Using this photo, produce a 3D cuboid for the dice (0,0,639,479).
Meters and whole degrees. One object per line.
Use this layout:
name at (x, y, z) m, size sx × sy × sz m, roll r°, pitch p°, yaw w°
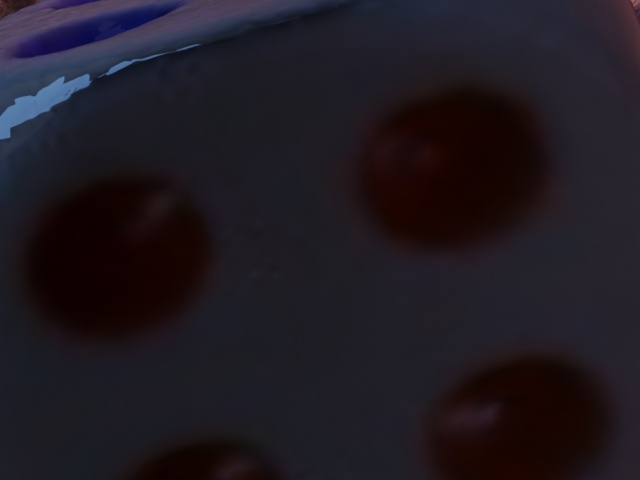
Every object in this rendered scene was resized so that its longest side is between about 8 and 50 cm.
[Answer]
dice at (0.000, 0.000, 0.884) m, size 0.304 × 0.276 × 0.304 m, roll -14°, pitch 18°, yaw 3°
